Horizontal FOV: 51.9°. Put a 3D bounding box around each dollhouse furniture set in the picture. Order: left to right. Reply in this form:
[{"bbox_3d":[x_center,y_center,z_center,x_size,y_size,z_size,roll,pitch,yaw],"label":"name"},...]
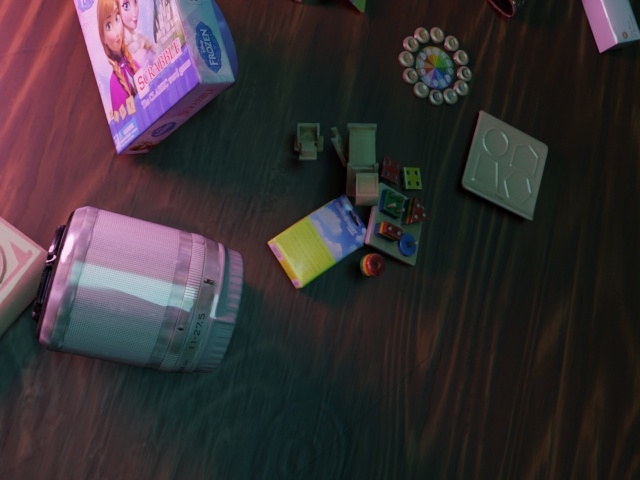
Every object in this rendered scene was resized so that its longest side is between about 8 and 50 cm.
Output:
[{"bbox_3d":[0.027,-0.125,1.257,0.161,0.101,0.182,1,55,1],"label":"dollhouse furniture set"}]

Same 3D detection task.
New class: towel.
[{"bbox_3d":[0.069,-0.523,1.383,0.083,0.009,0.060,28,63,-41],"label":"towel"}]

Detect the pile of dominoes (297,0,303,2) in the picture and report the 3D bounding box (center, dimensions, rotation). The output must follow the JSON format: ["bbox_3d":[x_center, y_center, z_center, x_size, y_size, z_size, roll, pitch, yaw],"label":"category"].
[{"bbox_3d":[-0.045,-0.619,1.373,0.196,0.040,0.251,17,67,-18],"label":"pile of dominoes"}]

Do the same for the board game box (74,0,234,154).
[{"bbox_3d":[-0.285,-0.340,1.062,0.066,0.319,0.318,-14,85,-40],"label":"board game box"}]

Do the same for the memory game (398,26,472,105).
[{"bbox_3d":[0.256,-0.386,1.453,0.186,0.012,0.186,4,80,-21],"label":"memory game"}]

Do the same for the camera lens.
[{"bbox_3d":[-0.278,0.080,1.005,0.274,0.219,0.219,15,75,-19],"label":"camera lens"}]

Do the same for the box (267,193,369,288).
[{"bbox_3d":[0.000,0.000,1.267,0.178,0.042,0.109,-34,95,-24],"label":"box"}]

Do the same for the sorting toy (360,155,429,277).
[{"bbox_3d":[0.164,-0.042,1.316,0.132,0.046,0.274,26,66,-32],"label":"sorting toy"}]

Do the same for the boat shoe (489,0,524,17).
[{"bbox_3d":[0.391,-0.605,1.512,0.207,0.073,0.073,40,67,-11],"label":"boat shoe"}]

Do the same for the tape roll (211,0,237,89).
[{"bbox_3d":[-0.228,-0.344,1.156,0.080,0.189,0.189,-29,92,-23],"label":"tape roll"}]

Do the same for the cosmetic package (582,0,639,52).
[{"bbox_3d":[0.716,-0.599,1.649,0.099,0.060,0.239,-17,87,-23],"label":"cosmetic package"}]

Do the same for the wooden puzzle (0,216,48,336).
[{"bbox_3d":[-0.640,0.054,0.988,0.348,0.080,0.322,41,69,-15],"label":"wooden puzzle"}]

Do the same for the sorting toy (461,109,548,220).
[{"bbox_3d":[0.410,-0.165,1.467,0.193,0.038,0.208,23,69,-17],"label":"sorting toy"}]
